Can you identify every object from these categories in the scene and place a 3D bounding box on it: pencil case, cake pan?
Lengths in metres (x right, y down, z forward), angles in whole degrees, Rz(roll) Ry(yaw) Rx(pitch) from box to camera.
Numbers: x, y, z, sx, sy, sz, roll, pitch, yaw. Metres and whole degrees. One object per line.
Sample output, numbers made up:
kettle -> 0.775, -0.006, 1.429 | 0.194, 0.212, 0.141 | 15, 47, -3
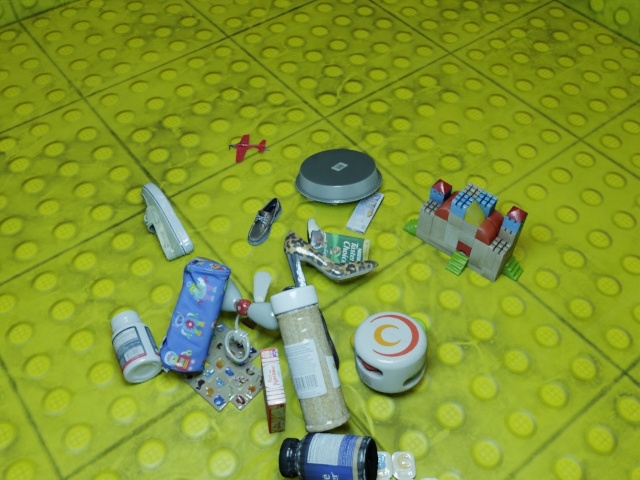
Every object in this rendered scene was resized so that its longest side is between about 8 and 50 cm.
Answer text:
pencil case -> -0.336, 0.199, 1.683 | 0.133, 0.119, 0.306 | 17, 94, 3
cake pan -> 0.060, -0.224, 2.118 | 0.293, 0.054, 0.293 | -3, 36, 2

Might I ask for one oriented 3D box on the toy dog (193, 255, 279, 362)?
toy dog -> -0.232, 0.169, 1.794 | 0.334, 0.220, 0.161 | 42, 18, 21

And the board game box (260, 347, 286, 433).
board game box -> -0.119, 0.378, 1.591 | 0.045, 0.193, 0.146 | -7, 54, -9

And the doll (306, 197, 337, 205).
doll -> 0.042, -0.163, 2.122 | 0.189, 0.046, 0.129 | -14, 42, -13

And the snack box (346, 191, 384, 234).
snack box -> 0.148, -0.096, 2.083 | 0.064, 0.022, 0.178 | 20, 54, 16

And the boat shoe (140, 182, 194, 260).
boat shoe -> -0.507, -0.065, 2.009 | 0.094, 0.109, 0.302 | -28, 59, -18

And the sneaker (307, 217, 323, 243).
sneaker -> 0.000, 0.000, 1.988 | 0.075, 0.057, 0.161 | -5, 56, -6

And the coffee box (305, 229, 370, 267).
coffee box -> 0.055, 0.037, 1.920 | 0.184, 0.040, 0.113 | 11, 77, -5

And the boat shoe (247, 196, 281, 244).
boat shoe -> -0.184, -0.067, 2.033 | 0.066, 0.066, 0.183 | 17, 53, 13

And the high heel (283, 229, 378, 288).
high heel -> 0.029, 0.034, 1.854 | 0.261, 0.093, 0.186 | -13, 75, -11

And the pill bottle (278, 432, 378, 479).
pill bottle -> 0.018, 0.522, 1.506 | 0.219, 0.122, 0.122 | -4, 49, 21

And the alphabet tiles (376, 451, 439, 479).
alphabet tiles -> 0.152, 0.636, 1.501 | 0.284, 0.021, 0.278 | -1, 51, 0

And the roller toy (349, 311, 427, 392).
roller toy -> 0.183, 0.300, 1.689 | 0.209, 0.146, 0.191 | -2, 41, 3

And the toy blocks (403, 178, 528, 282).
toy blocks -> 0.443, -0.052, 1.897 | 0.381, 0.261, 0.191 | 32, 58, 24

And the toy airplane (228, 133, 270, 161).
toy airplane -> -0.256, -0.335, 2.271 | 0.151, 0.028, 0.151 | 0, 50, 0

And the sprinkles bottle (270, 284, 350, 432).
sprinkles bottle -> -0.027, 0.297, 1.609 | 0.121, 0.121, 0.355 | -14, 84, -11

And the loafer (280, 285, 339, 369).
loafer -> -0.029, 0.233, 1.774 | 0.109, 0.095, 0.302 | -20, 54, -15

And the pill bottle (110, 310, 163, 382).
pill bottle -> -0.506, 0.285, 1.726 | 0.108, 0.108, 0.180 | -22, 55, -17

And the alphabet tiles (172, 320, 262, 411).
alphabet tiles -> -0.260, 0.350, 1.738 | 0.237, 0.009, 0.198 | 34, 59, 24
